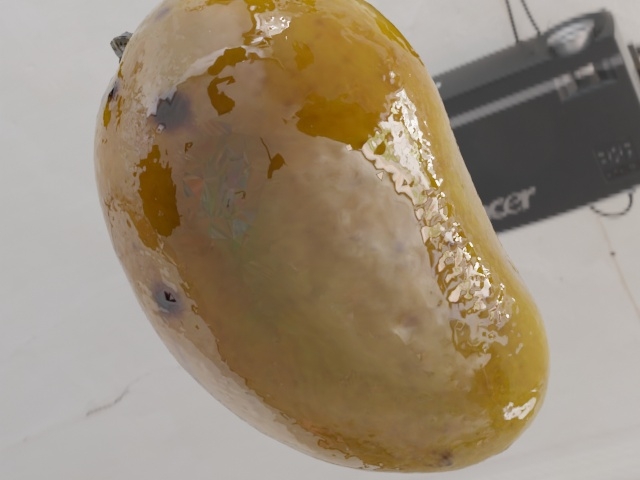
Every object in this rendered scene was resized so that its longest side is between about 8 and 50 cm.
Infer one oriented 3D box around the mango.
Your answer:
[{"bbox_3d":[-0.004,0.000,0.360,0.115,0.090,0.178,-26,-79,7],"label":"mango"}]
